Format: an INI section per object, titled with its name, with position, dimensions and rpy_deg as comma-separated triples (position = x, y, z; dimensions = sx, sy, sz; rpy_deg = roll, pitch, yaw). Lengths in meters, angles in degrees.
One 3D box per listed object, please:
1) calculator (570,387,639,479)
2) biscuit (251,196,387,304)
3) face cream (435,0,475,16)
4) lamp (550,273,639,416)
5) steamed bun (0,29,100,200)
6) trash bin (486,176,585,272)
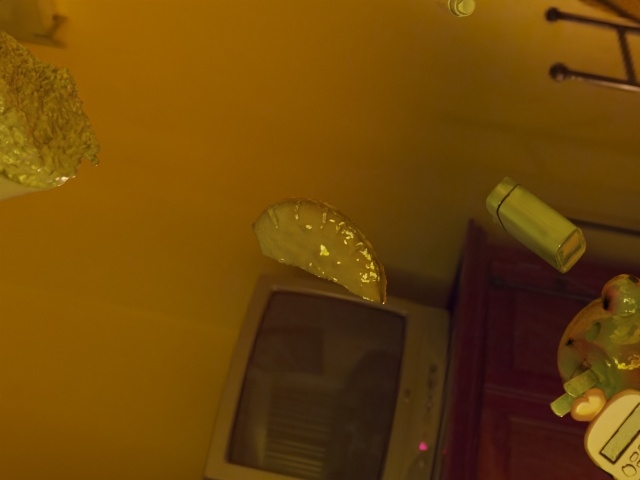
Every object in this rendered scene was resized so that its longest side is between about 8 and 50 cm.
[calculator]
position = 0.355, 0.224, 0.987
dimensions = 0.103, 0.166, 0.024
rpy_deg = -56, -15, 12
[biscuit]
position = -0.001, 0.001, 1.560
dimensions = 0.038, 0.289, 0.141
rpy_deg = -29, -42, -55
[face cream]
position = 0.177, -0.309, 1.159
dimensions = 0.130, 0.034, 0.034
rpy_deg = -98, 16, -71
[lamp]
position = 0.470, 0.225, 1.304
dimensions = 0.247, 0.301, 0.247
rpy_deg = -25, -30, -25
[steamed bun]
position = -0.524, -0.220, 1.398
dimensions = 0.290, 0.273, 0.272
rpy_deg = -106, -6, -59
[trash bin]
position = 0.311, -0.022, 1.287
dimensions = 0.059, 0.130, 0.116
rpy_deg = -49, -29, 1
